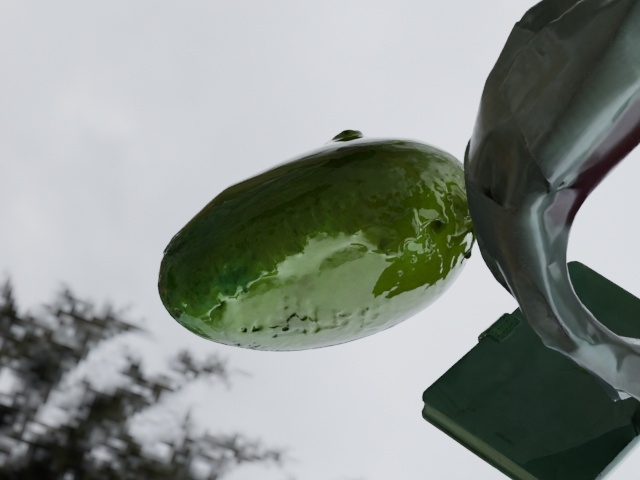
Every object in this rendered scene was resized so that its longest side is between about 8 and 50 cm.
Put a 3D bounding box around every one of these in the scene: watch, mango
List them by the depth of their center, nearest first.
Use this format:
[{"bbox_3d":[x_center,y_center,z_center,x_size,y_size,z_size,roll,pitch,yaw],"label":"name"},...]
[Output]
[{"bbox_3d":[0.196,-0.034,0.856,0.253,0.241,0.162,-40,-158,0],"label":"watch"},{"bbox_3d":[0.000,-0.001,0.968,0.119,0.178,0.100,96,-27,-56],"label":"mango"}]

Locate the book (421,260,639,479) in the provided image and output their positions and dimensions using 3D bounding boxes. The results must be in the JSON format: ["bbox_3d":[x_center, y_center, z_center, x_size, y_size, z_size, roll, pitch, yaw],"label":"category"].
[{"bbox_3d":[0.126,0.071,0.956,0.103,0.135,0.017,33,-37,26],"label":"book"}]
